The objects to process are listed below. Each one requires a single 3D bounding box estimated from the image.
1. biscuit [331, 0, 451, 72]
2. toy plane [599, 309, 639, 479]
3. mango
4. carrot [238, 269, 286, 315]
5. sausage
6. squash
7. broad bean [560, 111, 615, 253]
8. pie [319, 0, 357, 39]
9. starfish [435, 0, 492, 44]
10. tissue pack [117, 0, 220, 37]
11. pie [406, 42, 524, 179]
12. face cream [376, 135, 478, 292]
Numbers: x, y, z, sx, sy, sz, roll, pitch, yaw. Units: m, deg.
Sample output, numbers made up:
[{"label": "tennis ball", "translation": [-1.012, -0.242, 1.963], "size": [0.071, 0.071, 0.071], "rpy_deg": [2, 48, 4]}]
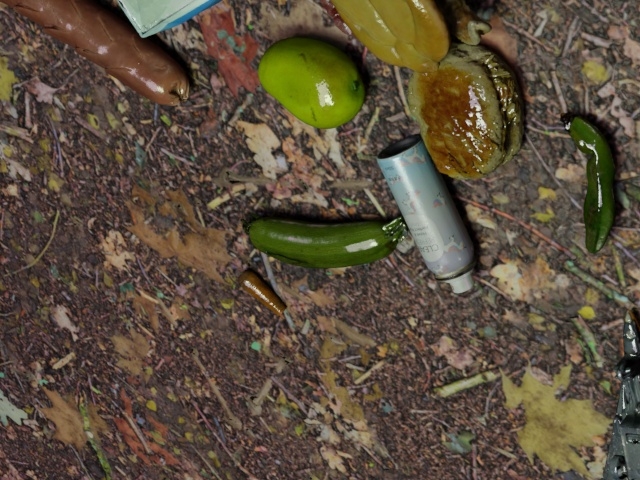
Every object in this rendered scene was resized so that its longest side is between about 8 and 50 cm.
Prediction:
[{"label": "biscuit", "translation": [0.063, -0.309, 1.763], "size": [0.260, 0.041, 0.203], "rpy_deg": [49, 164, -24]}, {"label": "toy plane", "translation": [0.448, 0.250, 1.930], "size": [0.204, 0.103, 0.316], "rpy_deg": [-1, 119, 38]}, {"label": "mango", "translation": [-0.013, -0.224, 1.953], "size": [0.163, 0.089, 0.117], "rpy_deg": [35, 134, 13]}, {"label": "carrot", "translation": [-0.095, 0.084, 2.273], "size": [0.093, 0.032, 0.032], "rpy_deg": [44, 136, -1]}, {"label": "sausage", "translation": [-0.375, -0.336, 2.153], "size": [0.433, 0.088, 0.088], "rpy_deg": [33, 134, 13]}, {"label": "squash", "translation": [0.001, 0.002, 2.113], "size": [0.318, 0.071, 0.080], "rpy_deg": [1, 119, 36]}, {"label": "broad bean", "translation": [0.357, -0.075, 1.813], "size": [0.061, 0.046, 0.195], "rpy_deg": [5, 118, 48]}, {"label": "pie", "translation": [0.057, -0.337, 1.862], "size": [0.153, 0.038, 0.153], "rpy_deg": [21, 133, 24]}, {"label": "starfish", "translation": [0.131, -0.417, 1.614], "size": [0.324, 0.082, 0.432], "rpy_deg": [35, 146, 10]}, {"label": "tissue pack", "translation": [-0.126, -0.393, 1.796], "size": [0.198, 0.263, 0.146], "rpy_deg": [-21, 106, 43]}, {"label": "pie", "translation": [0.188, -0.166, 1.856], "size": [0.163, 0.079, 0.193], "rpy_deg": [8, 123, 37]}, {"label": "face cream", "translation": [0.158, -0.032, 1.971], "size": [0.075, 0.075, 0.229], "rpy_deg": [-13, 111, 41]}]
